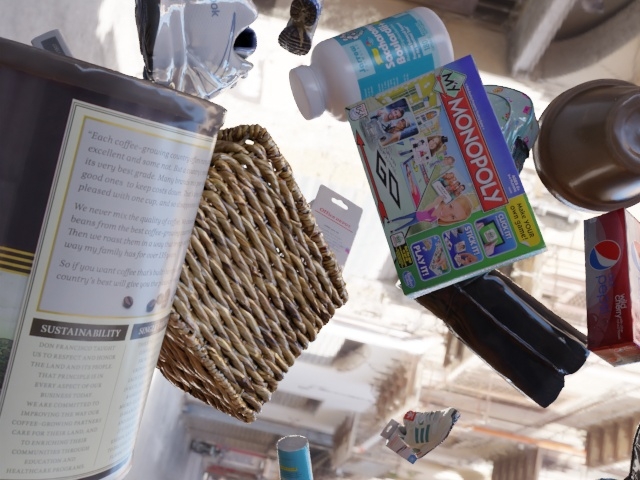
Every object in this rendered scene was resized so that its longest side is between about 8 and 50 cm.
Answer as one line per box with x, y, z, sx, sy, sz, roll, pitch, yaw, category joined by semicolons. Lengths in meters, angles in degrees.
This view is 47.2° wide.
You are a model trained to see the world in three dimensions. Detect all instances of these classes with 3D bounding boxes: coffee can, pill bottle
-0.197;0.012;0.513;0.201;0.202;0.275;-100;-155;-83;coffee can
0.083;-0.291;1.251;0.146;0.264;0.146;61;-14;26;pill bottle

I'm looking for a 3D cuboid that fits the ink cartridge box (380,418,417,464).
0.162;0.397;1.446;0.048;0.083;0.028;-57;177;14;ink cartridge box

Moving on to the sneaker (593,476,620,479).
0.332;0.468;0.914;0.139;0.125;0.340;91;9;-79;sneaker

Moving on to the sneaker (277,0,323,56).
-0.021;-0.317;1.052;0.058;0.052;0.135;-65;-173;-25;sneaker

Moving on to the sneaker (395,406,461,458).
0.188;0.335;1.325;0.057;0.075;0.161;-43;169;-40;sneaker

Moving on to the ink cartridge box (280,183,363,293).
0.000;0.000;1.458;0.067;0.115;0.198;-28;-145;58;ink cartridge box

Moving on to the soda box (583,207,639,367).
0.521;0.080;1.279;0.083;0.092;0.263;-22;-132;42;soda box

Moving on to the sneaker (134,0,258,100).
-0.138;-0.193;0.830;0.297;0.129;0.111;140;-60;-74;sneaker

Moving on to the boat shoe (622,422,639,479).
0.582;0.385;1.217;0.110;0.105;0.307;-89;-175;-57;boat shoe

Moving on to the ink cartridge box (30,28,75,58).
-0.391;-0.207;1.220;0.189;0.066;0.232;58;-18;15;ink cartridge box

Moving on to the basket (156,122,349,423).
-0.139;0.028;0.878;0.223;0.213;0.299;-50;132;-26;basket

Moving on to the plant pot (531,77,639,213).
0.548;-0.180;1.330;0.229;0.263;0.263;-169;-87;-88;plant pot

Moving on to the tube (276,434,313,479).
-0.037;0.435;1.241;0.052;0.080;0.207;-25;113;-53;tube

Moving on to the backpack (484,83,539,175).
0.302;-0.195;1.330;0.188;0.166;0.144;-54;140;-15;backpack

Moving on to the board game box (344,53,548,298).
0.181;-0.097;1.100;0.046;0.214;0.317;30;41;-67;board game box

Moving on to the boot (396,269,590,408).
0.459;0.119;1.695;0.367;0.445;0.146;-49;180;11;boot
